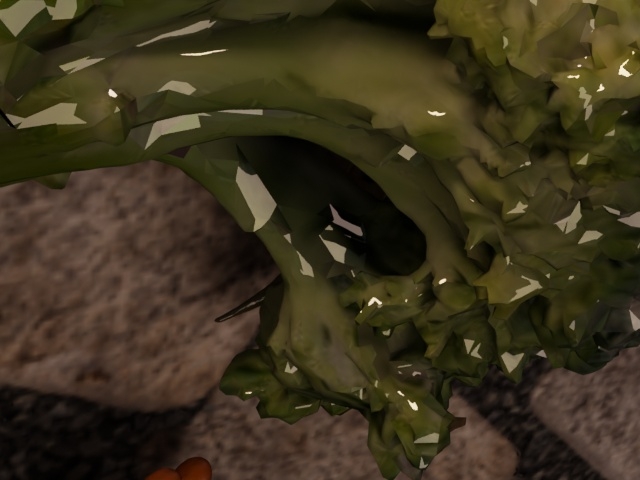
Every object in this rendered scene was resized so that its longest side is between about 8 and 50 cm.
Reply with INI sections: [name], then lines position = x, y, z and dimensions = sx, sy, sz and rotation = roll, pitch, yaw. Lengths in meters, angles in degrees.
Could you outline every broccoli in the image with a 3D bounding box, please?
[broccoli]
position = -0.040, -0.100, 0.469
dimensions = 0.397, 0.275, 0.353
rotation = 17, 99, -17

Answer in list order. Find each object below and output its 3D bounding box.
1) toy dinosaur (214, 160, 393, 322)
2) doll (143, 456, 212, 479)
[toy dinosaur]
position = 0.000, -0.003, 0.665
dimensions = 0.113, 0.026, 0.041
rotation = -37, 154, -12
[doll]
position = -0.122, 0.184, 0.695
dimensions = 0.221, 0.135, 0.143
rotation = -53, 166, 9
